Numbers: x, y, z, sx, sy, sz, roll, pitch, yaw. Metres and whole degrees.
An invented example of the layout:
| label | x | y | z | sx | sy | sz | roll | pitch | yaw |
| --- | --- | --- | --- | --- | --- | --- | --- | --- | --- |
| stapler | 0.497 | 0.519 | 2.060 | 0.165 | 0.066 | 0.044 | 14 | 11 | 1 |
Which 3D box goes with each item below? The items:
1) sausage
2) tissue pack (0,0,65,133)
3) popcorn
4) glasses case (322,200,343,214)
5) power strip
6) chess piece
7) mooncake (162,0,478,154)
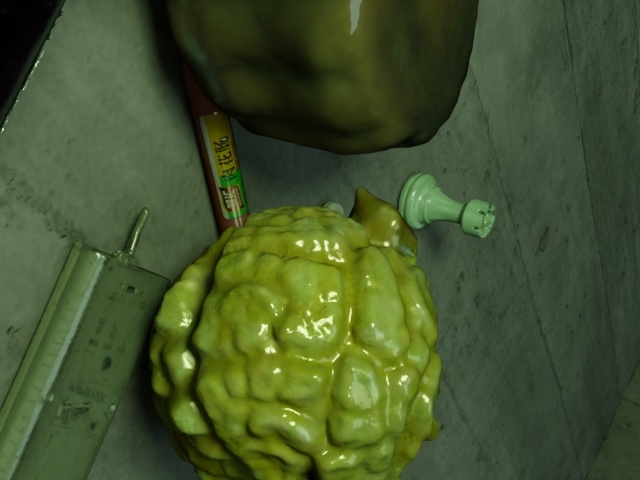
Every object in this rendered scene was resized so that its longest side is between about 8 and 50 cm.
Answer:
| label | x | y | z | sx | sy | sz | roll | pitch | yaw |
| --- | --- | --- | --- | --- | --- | --- | --- | --- | --- |
| sausage | -0.081 | -0.064 | 0.710 | 0.029 | 0.029 | 0.223 | -42 | 137 | -37 |
| tissue pack | -0.260 | -0.058 | 0.371 | 0.333 | 0.123 | 0.245 | -65 | 153 | -3 |
| popcorn | -0.019 | 0.089 | 0.678 | 0.270 | 0.224 | 0.258 | -58 | -174 | 12 |
| glasses case | 0.000 | 0.000 | 0.871 | 0.032 | 0.021 | 0.083 | 37 | 75 | -58 |
| power strip | -0.181 | 0.099 | 0.640 | 0.092 | 0.034 | 0.268 | 30 | 81 | -57 |
| chess piece | 0.148 | -0.035 | 0.998 | 0.067 | 0.103 | 0.067 | -31 | 130 | -45 |
| mooncake | 0.014 | -0.209 | 0.636 | 0.290 | 0.161 | 0.291 | -28 | 122 | -59 |
